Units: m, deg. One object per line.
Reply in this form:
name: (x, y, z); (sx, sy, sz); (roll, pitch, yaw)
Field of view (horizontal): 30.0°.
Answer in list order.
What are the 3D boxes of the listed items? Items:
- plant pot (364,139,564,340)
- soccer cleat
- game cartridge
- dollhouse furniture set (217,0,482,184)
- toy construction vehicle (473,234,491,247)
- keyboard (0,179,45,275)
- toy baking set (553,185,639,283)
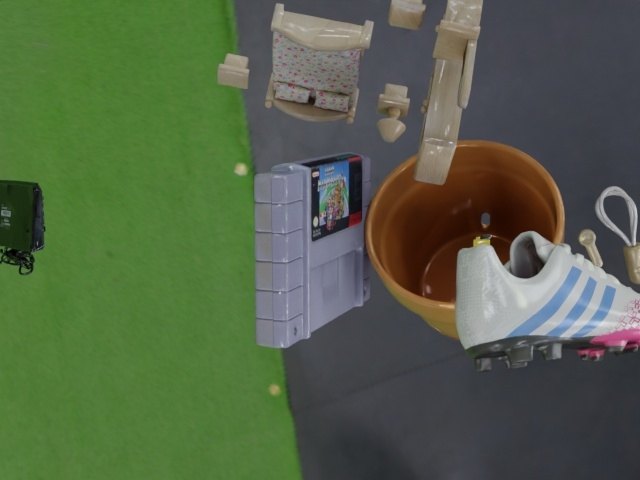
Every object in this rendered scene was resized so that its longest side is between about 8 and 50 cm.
plant pot: (0.227, 0.022, 1.809); (0.291, 0.291, 0.203); (-43, 148, -13)
soccer cleat: (0.276, 0.058, 1.291); (0.331, 0.116, 0.143); (1, 76, -40)
game cartridge: (0.000, 0.000, 1.643); (0.355, 0.068, 0.230); (-22, 118, -69)
dollhouse furniture set: (0.019, -0.213, 1.638); (0.355, 0.303, 0.174); (10, 67, 1)
toy construction vehicle: (0.223, 0.039, 1.684); (0.035, 0.098, 0.086); (-1, 82, 6)
keyboard: (-0.333, -0.017, 1.324); (0.038, 0.192, 0.100); (2, 93, -31)
toy baking set: (0.420, 0.032, 1.640); (0.196, 0.030, 0.256); (38, 106, -14)
